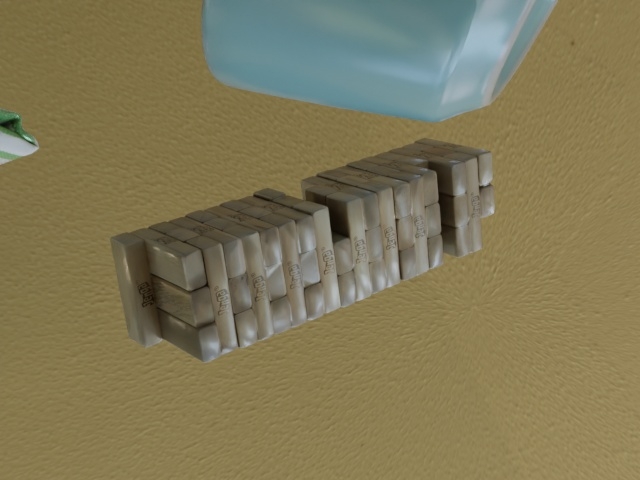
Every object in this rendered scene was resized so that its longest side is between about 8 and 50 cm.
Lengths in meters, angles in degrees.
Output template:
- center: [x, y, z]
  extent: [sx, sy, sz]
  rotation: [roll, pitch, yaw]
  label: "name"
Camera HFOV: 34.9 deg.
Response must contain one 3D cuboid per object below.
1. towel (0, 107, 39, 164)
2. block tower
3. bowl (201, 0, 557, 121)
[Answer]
- center: [-0.377, -0.023, 0.656]
  extent: [0.324, 0.248, 0.038]
  rotation: [-26, -103, 15]
  label: "towel"
- center: [0.000, 0.000, 0.854]
  extent: [0.335, 0.097, 0.091]
  rotation: [-20, -67, -32]
  label: "block tower"
- center: [0.076, -0.197, 0.632]
  extent: [0.163, 0.311, 0.312]
  rotation: [31, -89, 9]
  label: "bowl"
